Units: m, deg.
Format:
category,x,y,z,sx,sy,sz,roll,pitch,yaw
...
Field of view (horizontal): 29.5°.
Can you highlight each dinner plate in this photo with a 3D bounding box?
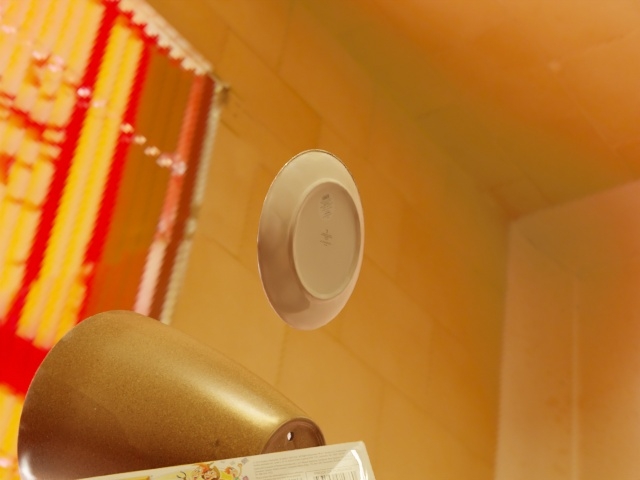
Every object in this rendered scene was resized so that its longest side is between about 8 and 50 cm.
category,x,y,z,sx,sy,sz,roll,pitch,yaw
dinner plate,0.000,0.000,0.944,0.017,0.141,0.141,3,-120,35

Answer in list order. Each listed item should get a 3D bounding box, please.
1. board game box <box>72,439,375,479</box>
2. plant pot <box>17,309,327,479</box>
category,x,y,z,sx,sy,sz,roll,pitch,yaw
board game box,-0.060,0.113,0.357,0.154,0.103,0.026,-6,-143,-8
plant pot,-0.127,0.208,1.212,0.254,0.237,0.237,10,-115,36
